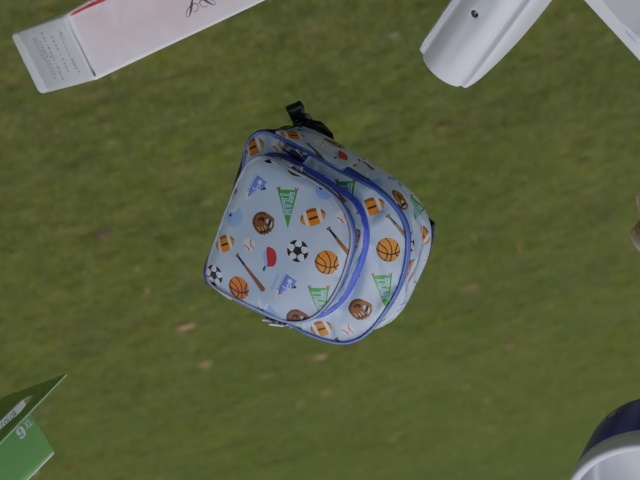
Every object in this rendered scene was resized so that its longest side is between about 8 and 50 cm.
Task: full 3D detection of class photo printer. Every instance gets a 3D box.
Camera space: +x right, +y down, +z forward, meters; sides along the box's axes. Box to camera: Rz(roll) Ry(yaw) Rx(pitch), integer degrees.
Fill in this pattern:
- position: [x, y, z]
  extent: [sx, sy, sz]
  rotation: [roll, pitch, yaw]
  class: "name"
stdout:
- position: [0.286, -0.380, 2.004]
  extent: [0.256, 0.107, 0.307]
  rotation: [-46, 174, -42]
  class: "photo printer"

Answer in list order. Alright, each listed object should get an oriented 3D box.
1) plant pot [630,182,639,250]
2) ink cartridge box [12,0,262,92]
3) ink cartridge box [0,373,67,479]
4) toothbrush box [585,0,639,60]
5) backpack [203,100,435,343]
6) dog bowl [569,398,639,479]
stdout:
- position: [0.443, -0.009, 1.196]
  extent: [0.305, 0.334, 0.334]
  rotation: [32, 152, -9]
  class: "plant pot"
- position: [-0.084, -0.222, 1.228]
  extent: [0.296, 0.066, 0.261]
  rotation: [-30, -166, -27]
  class: "ink cartridge box"
- position: [-0.279, 0.178, 1.106]
  extent: [0.209, 0.062, 0.109]
  rotation: [-20, -165, 32]
  class: "ink cartridge box"
- position: [0.303, -0.301, 1.209]
  extent: [0.295, 0.216, 0.126]
  rotation: [-35, 171, -45]
  class: "toothbrush box"
- position: [0.000, 0.000, 1.842]
  extent: [0.263, 0.276, 0.213]
  rotation: [24, -160, 10]
  class: "backpack"
- position: [0.431, 0.318, 1.731]
  extent: [0.265, 0.265, 0.104]
  rotation: [-26, -164, 38]
  class: "dog bowl"
